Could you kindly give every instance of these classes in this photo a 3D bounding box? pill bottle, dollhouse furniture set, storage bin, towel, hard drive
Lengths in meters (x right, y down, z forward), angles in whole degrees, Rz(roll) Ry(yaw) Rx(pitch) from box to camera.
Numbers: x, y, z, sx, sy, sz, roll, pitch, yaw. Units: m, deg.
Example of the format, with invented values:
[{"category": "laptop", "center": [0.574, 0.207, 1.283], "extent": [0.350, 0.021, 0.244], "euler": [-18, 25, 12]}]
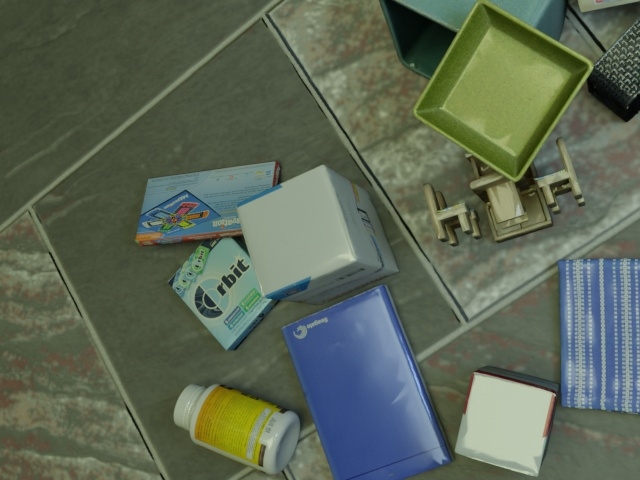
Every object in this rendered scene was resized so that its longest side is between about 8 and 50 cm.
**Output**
[{"category": "pill bottle", "center": [-0.153, 0.331, 1.451], "extent": [0.214, 0.117, 0.117], "euler": [16, 90, 21]}, {"category": "dollhouse furniture set", "center": [0.284, -0.098, 1.266], "extent": [0.212, 0.242, 0.161], "euler": [-19, 78, 17]}, {"category": "storage bin", "center": [0.513, -0.287, 1.264], "extent": [0.084, 0.122, 0.180], "euler": [45, 100, 19]}, {"category": "towel", "center": [0.522, 0.148, 1.208], "extent": [0.335, 0.040, 0.243], "euler": [-1, 89, 34]}, {"category": "hard drive", "center": [0.077, 0.264, 1.413], "extent": [0.210, 0.040, 0.319], "euler": [-25, 77, 17]}]

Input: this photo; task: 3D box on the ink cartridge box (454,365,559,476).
[{"category": "ink cartridge box", "center": [0.296, 0.274, 1.259], "extent": [0.127, 0.176, 0.128], "euler": [12, 89, 19]}]

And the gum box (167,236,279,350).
[{"category": "gum box", "center": [-0.177, 0.088, 1.527], "extent": [0.157, 0.041, 0.184], "euler": [-47, 70, 10]}]

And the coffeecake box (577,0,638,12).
[{"category": "coffeecake box", "center": [0.469, -0.455, 1.240], "extent": [0.142, 0.068, 0.186], "euler": [-4, 61, 29]}]

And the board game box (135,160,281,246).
[{"category": "board game box", "center": [-0.215, -0.069, 1.539], "extent": [0.281, 0.027, 0.145], "euler": [-5, 60, 20]}]

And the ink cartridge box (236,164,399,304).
[{"category": "ink cartridge box", "center": [0.000, 0.000, 1.368], "extent": [0.171, 0.232, 0.168], "euler": [-23, 75, 17]}]

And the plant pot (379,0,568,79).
[{"category": "plant pot", "center": [0.278, -0.390, 1.310], "extent": [0.247, 0.248, 0.252], "euler": [32, 85, 20]}]

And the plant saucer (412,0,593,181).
[{"category": "plant saucer", "center": [0.254, -0.209, 1.131], "extent": [0.188, 0.045, 0.188], "euler": [37, 110, 19]}]
